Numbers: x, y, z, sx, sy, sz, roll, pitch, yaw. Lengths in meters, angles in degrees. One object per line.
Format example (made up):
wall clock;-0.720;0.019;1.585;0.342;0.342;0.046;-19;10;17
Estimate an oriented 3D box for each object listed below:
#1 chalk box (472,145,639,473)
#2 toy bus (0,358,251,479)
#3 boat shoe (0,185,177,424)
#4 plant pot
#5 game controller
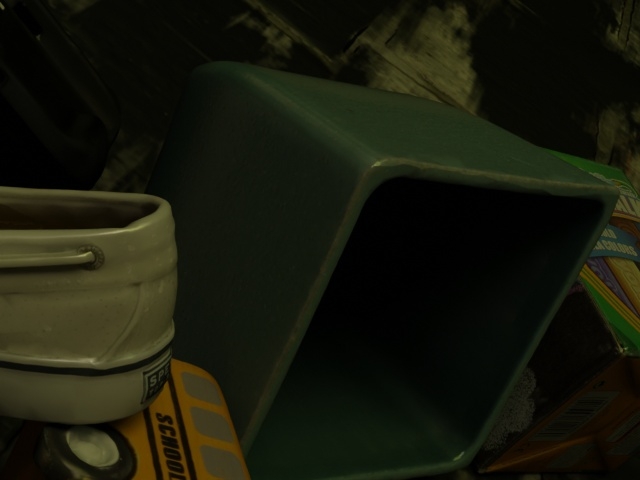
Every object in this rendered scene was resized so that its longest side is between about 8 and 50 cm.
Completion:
chalk box;0.191;0.036;0.999;0.179;0.180;0.289;9;45;-38
toy bus;-0.087;0.187;0.539;0.130;0.108;0.332;21;22;-28
boat shoe;-0.247;-0.019;0.549;0.367;0.156;0.136;10;22;-1
plant pot;0.000;0.000;0.810;0.247;0.247;0.252;3;30;-43
game controller;-0.255;-0.173;0.803;0.319;0.067;0.166;53;16;-21
